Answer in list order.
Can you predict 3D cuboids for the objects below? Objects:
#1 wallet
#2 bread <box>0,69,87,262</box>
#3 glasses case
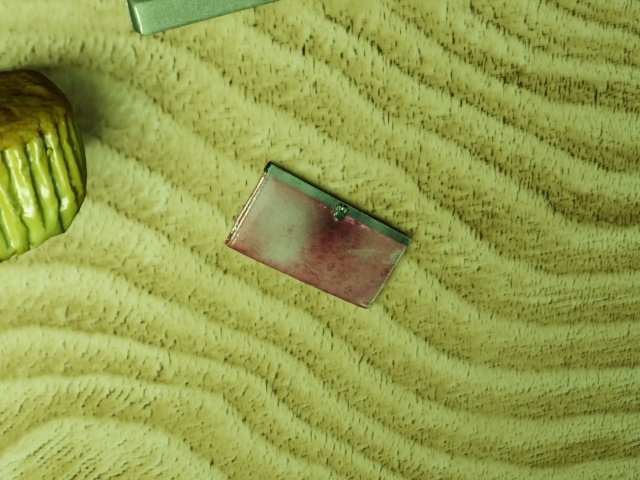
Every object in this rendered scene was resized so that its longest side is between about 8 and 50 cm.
[{"bbox_3d":[0.000,0.000,1.074,0.232,0.025,0.119,26,100,-28],"label":"wallet"},{"bbox_3d":[-0.336,-0.067,0.776,0.227,0.253,0.142,-15,112,-13],"label":"bread"},{"bbox_3d":[-0.105,-0.270,0.895,0.205,0.071,0.047,-18,113,-14],"label":"glasses case"}]
